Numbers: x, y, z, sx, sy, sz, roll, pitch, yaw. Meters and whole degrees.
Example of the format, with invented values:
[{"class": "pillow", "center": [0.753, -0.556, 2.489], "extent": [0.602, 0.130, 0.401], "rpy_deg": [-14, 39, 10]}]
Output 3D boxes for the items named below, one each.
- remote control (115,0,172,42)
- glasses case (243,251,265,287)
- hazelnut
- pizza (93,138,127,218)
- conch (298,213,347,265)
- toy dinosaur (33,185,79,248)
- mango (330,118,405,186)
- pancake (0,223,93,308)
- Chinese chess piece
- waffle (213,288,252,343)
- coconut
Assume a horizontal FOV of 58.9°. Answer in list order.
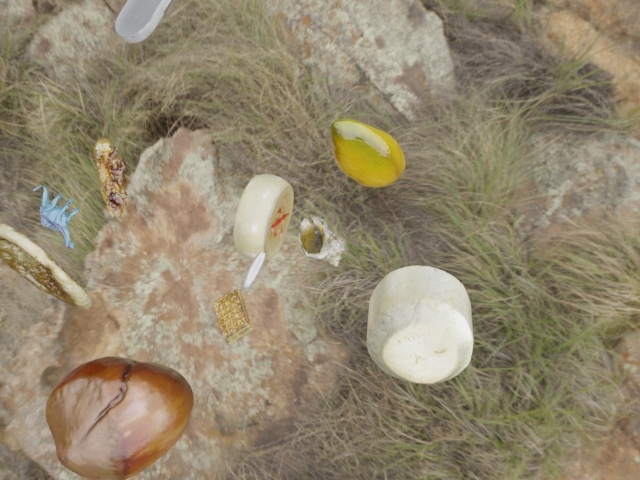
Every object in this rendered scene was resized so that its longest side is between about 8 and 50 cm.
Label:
[{"class": "remote control", "center": [-0.256, -0.429, 0.929], "extent": [0.077, 0.022, 0.244], "rpy_deg": [24, 81, 30]}, {"class": "glasses case", "center": [-0.136, 0.060, 1.168], "extent": [0.021, 0.032, 0.083], "rpy_deg": [27, 67, -6]}, {"class": "hazelnut", "center": [-0.525, 0.454, 1.504], "extent": [0.373, 0.372, 0.315], "rpy_deg": [3, 112, -14]}, {"class": "pizza", "center": [-0.500, -0.150, 1.372], "extent": [0.069, 0.154, 0.193], "rpy_deg": [-14, 98, -22]}, {"class": "conch", "center": [0.000, 0.000, 1.923], "extent": [0.155, 0.130, 0.207], "rpy_deg": [-16, 76, -48]}, {"class": "toy dinosaur", "center": [-0.562, -0.059, 1.209], "extent": [0.080, 0.045, 0.197], "rpy_deg": [-46, 65, 9]}, {"class": "mango", "center": [0.117, -0.219, 1.433], "extent": [0.177, 0.317, 0.119], "rpy_deg": [9, 76, 28]}, {"class": "pancake", "center": [-0.801, 0.083, 1.626], "extent": [0.356, 0.356, 0.065], "rpy_deg": [40, 58, -8]}, {"class": "Chinese chess piece", "center": [-0.158, -0.064, 1.623], "extent": [0.097, 0.251, 0.250], "rpy_deg": [16, 82, 11]}, {"class": "waffle", "center": [-0.275, 0.235, 1.774], "extent": [0.102, 0.042, 0.148], "rpy_deg": [-34, 54, 14]}, {"class": "coconut", "center": [0.188, 0.153, 1.070], "extent": [0.202, 0.222, 0.202], "rpy_deg": [4, 118, 7]}]
